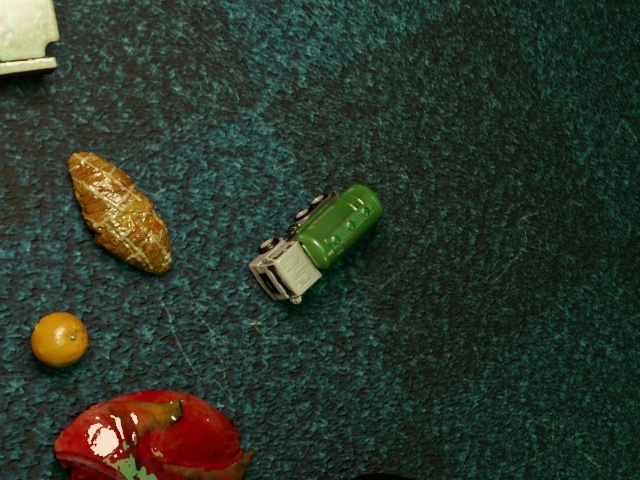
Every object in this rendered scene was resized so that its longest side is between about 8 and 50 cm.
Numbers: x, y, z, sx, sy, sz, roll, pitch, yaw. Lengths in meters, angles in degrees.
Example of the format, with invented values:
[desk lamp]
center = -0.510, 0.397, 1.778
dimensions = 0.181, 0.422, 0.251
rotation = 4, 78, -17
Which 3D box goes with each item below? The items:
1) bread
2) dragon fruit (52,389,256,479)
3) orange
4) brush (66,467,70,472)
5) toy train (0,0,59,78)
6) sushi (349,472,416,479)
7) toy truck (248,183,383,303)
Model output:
[bread]
center = -0.306, -0.038, 1.248
dimensions = 0.105, 0.076, 0.233
rotation = -43, 106, -28
[dragon fruit]
center = -0.217, 0.363, 1.248
dimensions = 0.282, 0.100, 0.343
rotation = -41, 110, -36
[orange]
center = -0.379, 0.145, 1.186
dimensions = 0.084, 0.083, 0.083
rotation = 3, 85, -31
[brush]
center = -0.311, 0.380, 1.244
dimensions = 0.063, 0.016, 0.193
rotation = -46, 108, -25
[toy train]
center = -0.511, -0.325, 1.105
dimensions = 0.304, 0.150, 0.221
rotation = -12, 105, -26
[sushi]
center = 0.058, 0.568, 1.320
dimensions = 0.328, 0.285, 0.328
rotation = 24, 53, -33
[toy truck]
center = 0.000, 0.000, 1.400
dimensions = 0.242, 0.125, 0.101
rotation = -43, 108, -25
